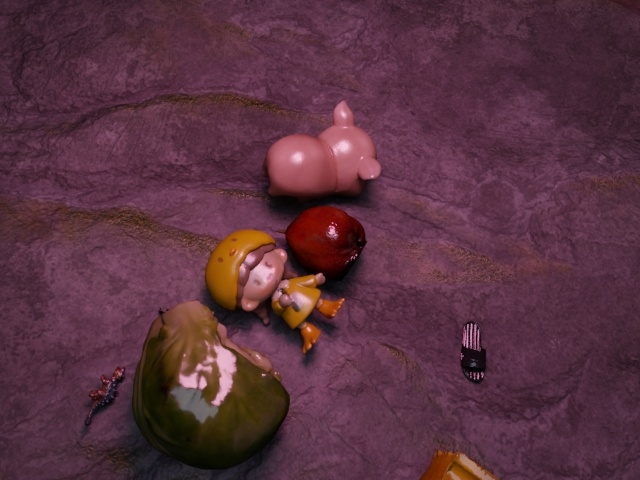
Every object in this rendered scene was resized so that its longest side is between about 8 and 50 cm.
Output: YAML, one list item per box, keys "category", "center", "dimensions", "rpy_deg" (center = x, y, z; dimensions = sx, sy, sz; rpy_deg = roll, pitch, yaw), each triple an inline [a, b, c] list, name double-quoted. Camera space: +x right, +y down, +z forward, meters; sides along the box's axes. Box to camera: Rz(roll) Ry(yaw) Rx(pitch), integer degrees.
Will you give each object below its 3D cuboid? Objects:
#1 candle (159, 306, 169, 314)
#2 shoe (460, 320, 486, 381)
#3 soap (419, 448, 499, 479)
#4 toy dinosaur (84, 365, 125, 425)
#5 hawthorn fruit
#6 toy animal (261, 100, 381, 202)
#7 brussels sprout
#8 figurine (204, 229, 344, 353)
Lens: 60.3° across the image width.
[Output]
- category: "candle"
  center: [-0.335, 0.206, 1.407]
  dimensions: [0.167, 0.021, 0.026]
  rpy_deg: [22, 40, 5]
- category: "shoe"
  center: [0.402, 0.283, 1.437]
  dimensions: [0.062, 0.053, 0.159]
  rpy_deg: [9, 63, -6]
- category: "soap"
  center: [0.383, 0.600, 1.213]
  dimensions: [0.324, 0.204, 0.096]
  rpy_deg: [36, 71, 11]
- category: "toy dinosaur"
  center: [-0.511, 0.364, 1.303]
  dimensions: [0.055, 0.049, 0.154]
  rpy_deg: [25, 61, 1]
- category: "hawthorn fruit"
  center: [0.000, 0.000, 1.462]
  dimensions: [0.251, 0.189, 0.189]
  rpy_deg: [17, 64, 23]
- category: "toy animal"
  center: [0.005, -0.215, 1.510]
  dimensions: [0.326, 0.269, 0.237]
  rpy_deg: [-5, 69, -52]
- category: "brussels sprout"
  center: [-0.260, 0.325, 1.224]
  dimensions: [0.315, 0.276, 0.371]
  rpy_deg: [-36, 74, -23]
- category: "figurine"
  center: [-0.127, 0.120, 1.383]
  dimensions: [0.344, 0.187, 0.215]
  rpy_deg: [37, 62, 5]
